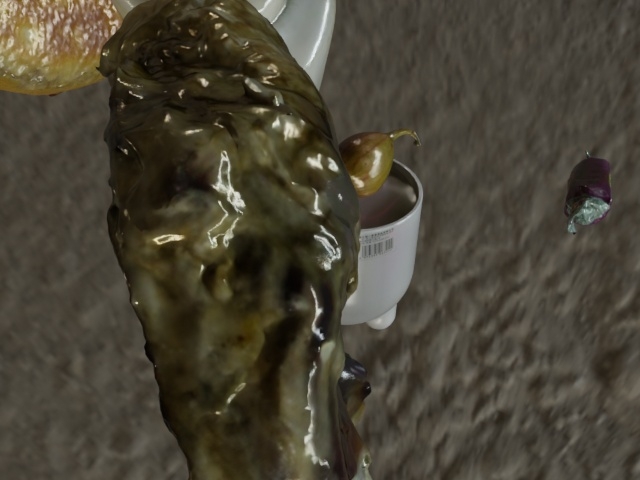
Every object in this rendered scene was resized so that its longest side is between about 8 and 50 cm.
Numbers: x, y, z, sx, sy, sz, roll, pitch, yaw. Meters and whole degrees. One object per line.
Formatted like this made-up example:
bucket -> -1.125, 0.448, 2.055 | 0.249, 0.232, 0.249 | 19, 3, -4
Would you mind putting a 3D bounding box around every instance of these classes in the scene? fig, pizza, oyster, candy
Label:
fig -> 0.045, -0.068, 1.408 | 0.083, 0.050, 0.050 | -31, 76, -25
pizza -> -0.288, -0.251, 1.654 | 0.086, 0.335, 0.226 | -4, 81, 37
oyster -> -0.013, 0.031, 0.694 | 0.094, 0.166, 0.294 | -21, 90, 9
candy -> 0.254, -0.047, 1.667 | 0.043, 0.175, 0.045 | 13, 115, 6

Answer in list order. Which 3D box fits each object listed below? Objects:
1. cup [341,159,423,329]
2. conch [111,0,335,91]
cup -> 0.003, 0.007, 1.643 | 0.173, 0.142, 0.134 | 3, 37, -1
conch -> -0.039, -0.121, 1.098 | 0.127, 0.255, 0.158 | -28, 63, 3
